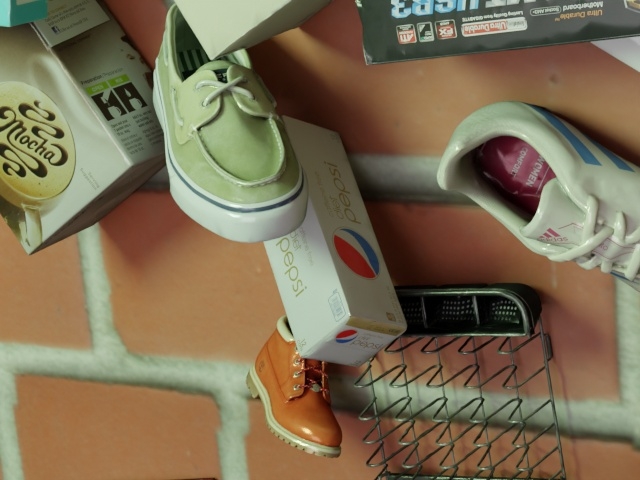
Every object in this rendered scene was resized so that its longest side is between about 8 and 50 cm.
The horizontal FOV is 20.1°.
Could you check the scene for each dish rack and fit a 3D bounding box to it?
[{"bbox_3d":[0.119,0.165,1.621,0.208,0.074,0.271,-2,106,31],"label":"dish rack"}]

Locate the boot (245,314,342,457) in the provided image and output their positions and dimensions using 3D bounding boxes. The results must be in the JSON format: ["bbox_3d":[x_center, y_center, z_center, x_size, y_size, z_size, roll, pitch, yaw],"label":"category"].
[{"bbox_3d":[-0.016,0.134,1.663,0.085,0.059,0.158,-64,36,20],"label":"boot"}]

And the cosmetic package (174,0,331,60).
[{"bbox_3d":[-0.090,-0.320,1.530,0.129,0.153,0.296,-32,91,34],"label":"cosmetic package"}]

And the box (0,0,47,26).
[{"bbox_3d":[-0.360,-0.257,1.615,0.244,0.060,0.100,10,109,25],"label":"box"}]

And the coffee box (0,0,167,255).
[{"bbox_3d":[-0.279,-0.162,1.707,0.168,0.119,0.297,-36,87,33],"label":"coffee box"}]

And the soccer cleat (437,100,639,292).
[{"bbox_3d":[0.242,-0.004,1.453,0.331,0.143,0.116,28,118,19],"label":"soccer cleat"}]

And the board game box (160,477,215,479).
[{"bbox_3d":[-0.139,0.382,1.867,0.145,0.027,0.281,-7,103,30],"label":"board game box"}]

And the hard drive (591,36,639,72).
[{"bbox_3d":[0.239,-0.263,1.428,0.318,0.040,0.210,34,120,16],"label":"hard drive"}]

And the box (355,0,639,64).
[{"bbox_3d":[0.152,-0.296,1.398,0.295,0.073,0.293,-4,105,30],"label":"box"}]

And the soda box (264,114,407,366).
[{"bbox_3d":[0.000,0.000,1.574,0.069,0.074,0.216,-40,53,33],"label":"soda box"}]

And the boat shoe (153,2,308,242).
[{"bbox_3d":[-0.090,-0.106,1.542,0.302,0.109,0.094,-122,24,-51],"label":"boat shoe"}]
